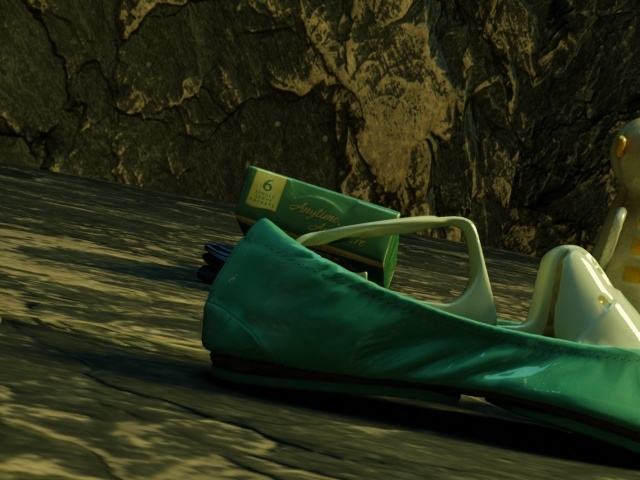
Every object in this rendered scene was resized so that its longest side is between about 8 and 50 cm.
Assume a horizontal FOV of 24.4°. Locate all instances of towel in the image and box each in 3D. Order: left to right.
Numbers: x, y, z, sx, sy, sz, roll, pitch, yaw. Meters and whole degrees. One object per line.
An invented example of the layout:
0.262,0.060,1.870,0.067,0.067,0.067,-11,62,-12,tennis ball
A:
-0.025,0.027,1.058,0.119,0.029,0.067,13,2,33,towel

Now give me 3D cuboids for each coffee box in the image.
0.000,0.000,1.084,0.113,0.040,0.184,19,-10,4,coffee box

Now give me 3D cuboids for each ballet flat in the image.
0.075,0.037,0.637,0.247,0.087,0.083,11,2,-8,ballet flat

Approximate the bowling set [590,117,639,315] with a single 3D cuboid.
0.273,0.038,0.752,0.200,0.154,0.287,13,3,37,bowling set
